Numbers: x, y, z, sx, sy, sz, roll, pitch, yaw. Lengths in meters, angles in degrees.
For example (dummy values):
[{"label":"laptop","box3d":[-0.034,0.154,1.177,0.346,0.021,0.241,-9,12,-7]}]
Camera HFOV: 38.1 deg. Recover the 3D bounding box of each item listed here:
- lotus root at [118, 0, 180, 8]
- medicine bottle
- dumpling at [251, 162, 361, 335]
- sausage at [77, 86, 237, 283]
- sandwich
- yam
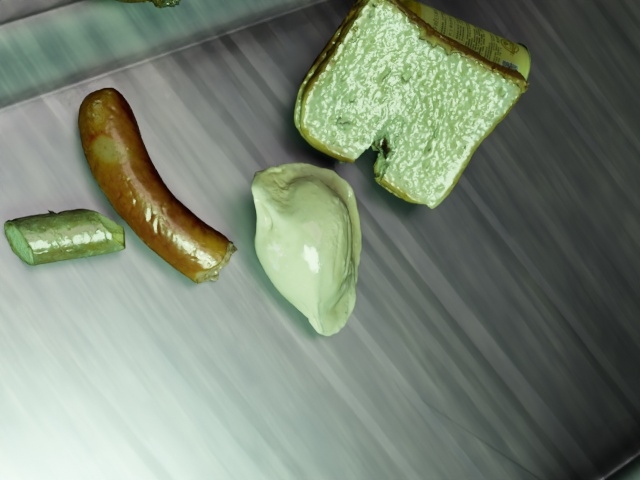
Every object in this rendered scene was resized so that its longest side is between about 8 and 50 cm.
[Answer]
[{"label":"lotus root","box3d":[-0.275,-0.394,1.271,0.209,0.120,0.120,40,67,-10]},{"label":"medicine bottle","box3d":[0.196,-0.286,1.431,0.239,0.124,0.124,16,73,-17]},{"label":"dumpling","box3d":[0.000,0.000,1.290,0.179,0.131,0.252,-34,102,-48]},{"label":"sausage","box3d":[-0.229,-0.065,1.233,0.103,0.076,0.302,-40,96,-32]},{"label":"sandwich","box3d":[0.115,-0.201,1.335,0.273,0.095,0.249,29,108,-14]},{"label":"yam","box3d":[-0.325,-0.008,1.186,0.147,0.070,0.069,-11,82,-22]}]
